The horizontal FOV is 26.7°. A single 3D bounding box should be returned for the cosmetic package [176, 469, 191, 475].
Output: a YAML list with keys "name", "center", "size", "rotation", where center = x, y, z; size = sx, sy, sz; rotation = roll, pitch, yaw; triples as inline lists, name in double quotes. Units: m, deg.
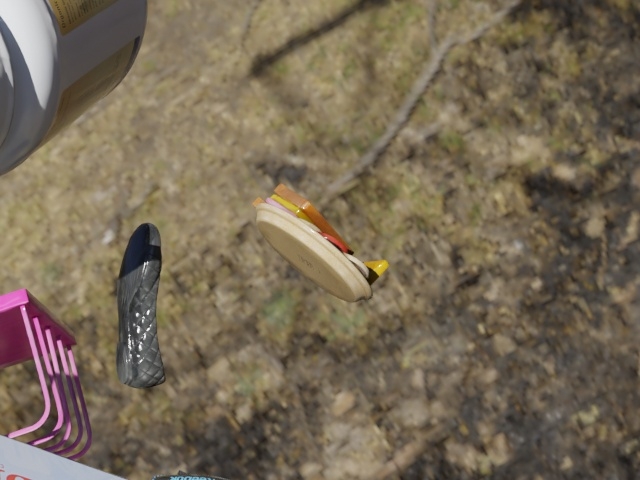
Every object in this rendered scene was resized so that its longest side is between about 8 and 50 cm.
- name: "cosmetic package"
  center: [-0.161, 0.326, 1.527]
  size: [0.115, 0.060, 0.041]
  rotation: [-63, 10, 12]

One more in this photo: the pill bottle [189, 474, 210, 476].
- name: "pill bottle"
  center: [-0.199, 0.553, 1.876]
  size: [0.229, 0.229, 0.408]
  rotation: [46, 121, 54]

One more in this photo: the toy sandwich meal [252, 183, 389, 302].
- name: "toy sandwich meal"
  center: [0.000, 0.000, 0.707]
  size: [0.029, 0.085, 0.085]
  rotation: [-51, 39, -13]

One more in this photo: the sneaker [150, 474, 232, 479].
- name: "sneaker"
  center: [-0.123, 0.375, 1.282]
  size: [0.139, 0.341, 0.125]
  rotation: [12, 13, 5]

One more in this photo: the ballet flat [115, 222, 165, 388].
- name: "ballet flat"
  center: [-0.181, 0.067, 1.392]
  size: [0.049, 0.173, 0.057]
  rotation: [1, 8, -32]

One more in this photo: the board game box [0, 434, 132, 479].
- name: "board game box"
  center: [-0.120, 0.231, 0.544]
  size: [0.318, 0.318, 0.066]
  rotation: [-46, 39, 19]

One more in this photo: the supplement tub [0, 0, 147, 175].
- name: "supplement tub"
  center: [-0.300, -0.179, 1.156]
  size: [0.228, 0.228, 0.316]
  rotation: [-17, 17, 20]

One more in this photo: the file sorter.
- name: "file sorter"
  center: [-0.431, 0.208, 1.786]
  size: [0.202, 0.291, 0.182]
  rotation: [-17, 75, -3]
